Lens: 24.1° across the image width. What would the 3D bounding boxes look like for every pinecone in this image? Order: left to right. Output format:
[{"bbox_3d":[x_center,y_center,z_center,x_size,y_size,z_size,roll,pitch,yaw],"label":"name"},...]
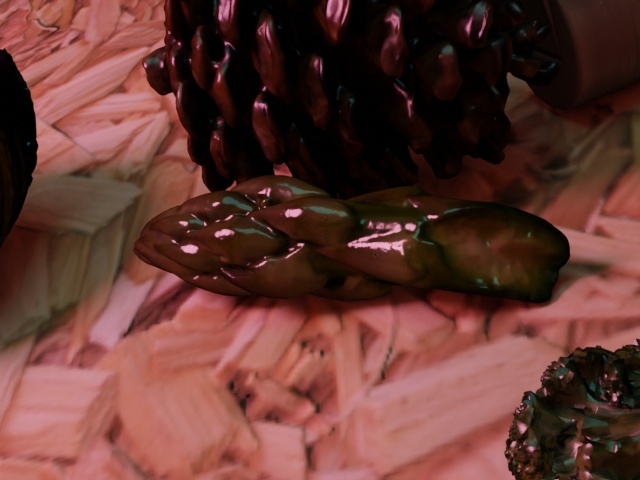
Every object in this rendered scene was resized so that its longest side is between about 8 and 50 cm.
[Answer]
[{"bbox_3d":[0.012,-0.127,0.969,0.272,0.224,0.224,-3,30,21],"label":"pinecone"}]

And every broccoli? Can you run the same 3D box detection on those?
[{"bbox_3d":[0.153,0.099,0.549,0.146,0.138,0.162,-19,64,-25],"label":"broccoli"}]

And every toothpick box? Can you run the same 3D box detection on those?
[{"bbox_3d":[0.223,-0.171,1.032,0.181,0.111,0.111,-23,27,-14],"label":"toothpick box"}]

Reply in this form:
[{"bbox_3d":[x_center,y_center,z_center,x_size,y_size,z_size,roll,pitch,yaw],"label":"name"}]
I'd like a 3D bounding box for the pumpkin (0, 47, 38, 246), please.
[{"bbox_3d":[-0.355,-0.033,1.038,0.320,0.192,0.320,-13,28,7],"label":"pumpkin"}]

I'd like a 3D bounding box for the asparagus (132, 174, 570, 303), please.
[{"bbox_3d":[0.000,0.000,0.882,0.287,0.080,0.080,0,32,34],"label":"asparagus"}]
